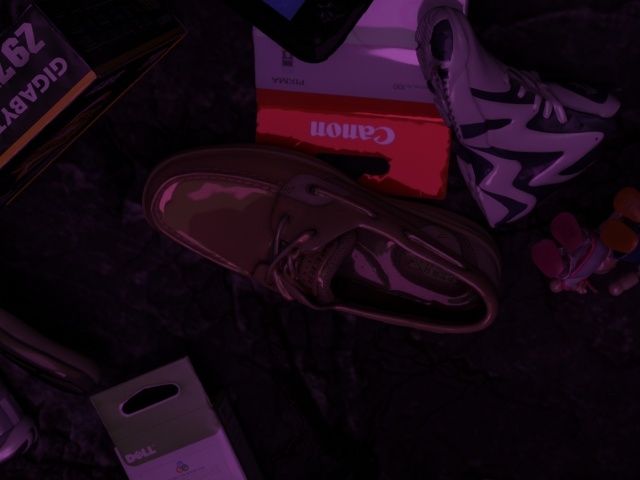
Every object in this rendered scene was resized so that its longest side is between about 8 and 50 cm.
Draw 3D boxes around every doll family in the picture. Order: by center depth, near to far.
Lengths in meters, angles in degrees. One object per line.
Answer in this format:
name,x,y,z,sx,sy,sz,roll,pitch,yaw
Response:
doll family,0.309,-0.032,1.233,0.118,0.163,0.263,42,108,27

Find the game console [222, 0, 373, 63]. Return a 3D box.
game console,-0.102,-0.303,1.218,0.361,0.044,0.213,38,106,8

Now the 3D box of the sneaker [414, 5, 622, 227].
sneaker,0.180,-0.127,1.224,0.153,0.094,0.235,-26,126,0

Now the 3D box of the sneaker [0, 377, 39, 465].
sneaker,-0.403,0.192,1.404,0.229,0.086,0.132,-28,96,2

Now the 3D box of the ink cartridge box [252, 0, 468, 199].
ink cartridge box,0.033,-0.152,1.277,0.189,0.066,0.232,5,101,4

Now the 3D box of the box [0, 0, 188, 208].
box,-0.254,-0.099,1.180,0.257,0.322,0.079,-39,97,13

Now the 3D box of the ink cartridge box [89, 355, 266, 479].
ink cartridge box,-0.127,0.214,1.384,0.109,0.062,0.209,-22,101,11

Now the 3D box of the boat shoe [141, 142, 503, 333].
boat shoe,0.000,0.000,1.283,0.341,0.110,0.121,13,114,1

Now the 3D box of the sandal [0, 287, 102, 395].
sandal,-0.330,0.041,1.348,0.303,0.120,0.086,33,78,-5

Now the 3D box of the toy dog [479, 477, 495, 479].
toy dog,0.116,0.334,1.370,0.334,0.161,0.220,24,98,-14
